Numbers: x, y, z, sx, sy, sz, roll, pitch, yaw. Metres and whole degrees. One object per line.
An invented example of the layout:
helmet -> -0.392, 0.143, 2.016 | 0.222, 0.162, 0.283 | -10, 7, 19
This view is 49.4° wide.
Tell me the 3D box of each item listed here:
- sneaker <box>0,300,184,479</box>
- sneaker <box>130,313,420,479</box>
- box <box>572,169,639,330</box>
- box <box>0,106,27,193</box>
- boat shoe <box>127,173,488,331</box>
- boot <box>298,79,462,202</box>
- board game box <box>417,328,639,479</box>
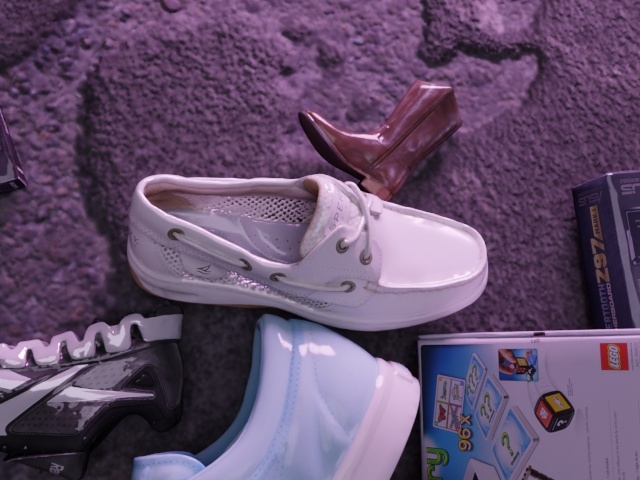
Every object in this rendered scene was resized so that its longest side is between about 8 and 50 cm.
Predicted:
sneaker -> -0.200, 0.117, 0.473 | 0.234, 0.078, 0.106 | -12, 81, -13
sneaker -> -0.079, 0.215, 0.457 | 0.150, 0.135, 0.366 | 31, 67, -3
box -> 0.342, 0.028, 0.588 | 0.232, 0.059, 0.184 | -6, 82, -11
box -> -0.301, -0.099, 0.515 | 0.116, 0.029, 0.162 | -20, 86, -12
boat shoe -> 0.000, 0.000, 0.503 | 0.276, 0.096, 0.098 | 2, 54, -10
boot -> 0.052, -0.101, 0.570 | 0.106, 0.037, 0.114 | 45, 80, -14
board game box -> 0.160, 0.215, 0.467 | 0.053, 0.192, 0.306 | 9, 78, -47
